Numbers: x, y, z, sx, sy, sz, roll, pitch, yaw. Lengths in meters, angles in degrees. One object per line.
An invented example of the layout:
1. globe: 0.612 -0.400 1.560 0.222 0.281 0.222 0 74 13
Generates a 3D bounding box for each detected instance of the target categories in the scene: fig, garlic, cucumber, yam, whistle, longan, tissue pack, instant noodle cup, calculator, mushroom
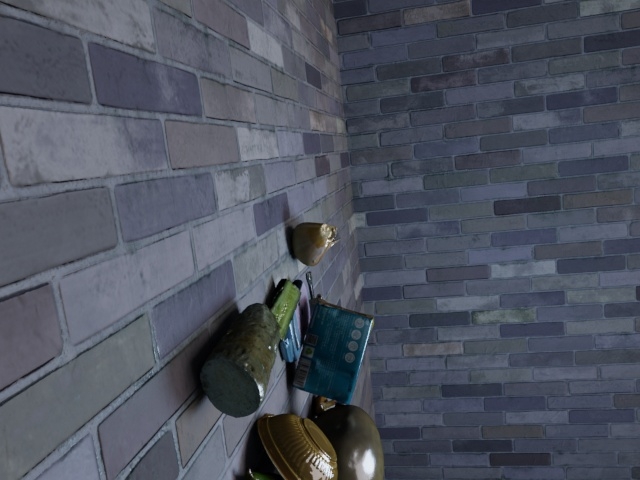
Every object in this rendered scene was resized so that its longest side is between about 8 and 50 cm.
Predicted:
1. fig: -0.123 0.555 1.193 0.177 0.117 0.117 49 30 -31
2. garlic: -0.013 0.006 1.822 0.245 0.164 0.145 44 25 -82
3. cucumber: -0.115 0.195 1.487 0.078 0.062 0.211 43 33 -13
4. yam: -0.151 0.222 1.114 0.330 0.133 0.133 -76 159 -71
5. whistle: -0.021 0.289 1.851 0.057 0.107 0.220 -4 104 -72
6. longan: 0.049 0.638 1.565 0.350 0.288 0.288 -68 153 -50
7. tissue pack: 0.040 0.334 1.667 0.134 0.192 0.271 67 40 -85
8. instant noodle cup: -0.032 0.508 1.315 0.274 0.090 0.274 50 0 -1
9. calculator: -0.081 0.237 1.656 0.293 0.051 0.173 -69 154 -66
10. mushroom: 0.021 0.583 1.949 0.129 0.073 0.088 -23 95 -39

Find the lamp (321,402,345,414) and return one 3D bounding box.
1. lamp: 0.064 0.678 1.848 0.198 0.197 0.244 -81 179 -52

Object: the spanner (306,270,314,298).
1. spanner: -0.025 0.226 2.045 0.054 0.015 0.255 -71 155 -64
